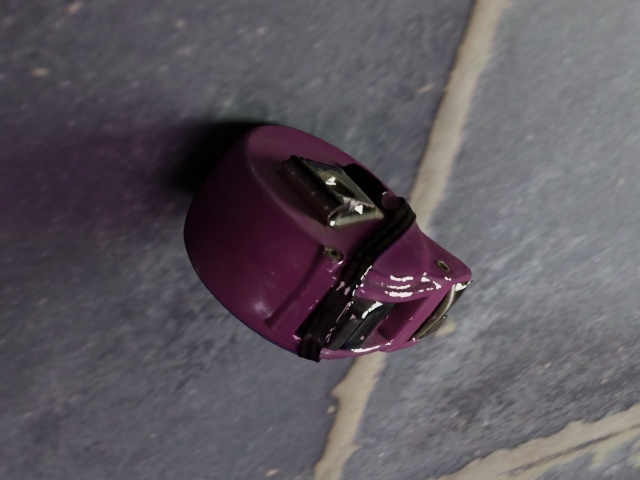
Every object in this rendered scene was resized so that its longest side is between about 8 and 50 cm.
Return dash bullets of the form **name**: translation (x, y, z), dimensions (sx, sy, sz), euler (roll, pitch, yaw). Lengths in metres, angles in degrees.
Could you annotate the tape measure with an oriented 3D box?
- **tape measure**: translation (0.000, 0.000, 0.892), dimensions (0.074, 0.118, 0.125), euler (-52, 161, 24)
